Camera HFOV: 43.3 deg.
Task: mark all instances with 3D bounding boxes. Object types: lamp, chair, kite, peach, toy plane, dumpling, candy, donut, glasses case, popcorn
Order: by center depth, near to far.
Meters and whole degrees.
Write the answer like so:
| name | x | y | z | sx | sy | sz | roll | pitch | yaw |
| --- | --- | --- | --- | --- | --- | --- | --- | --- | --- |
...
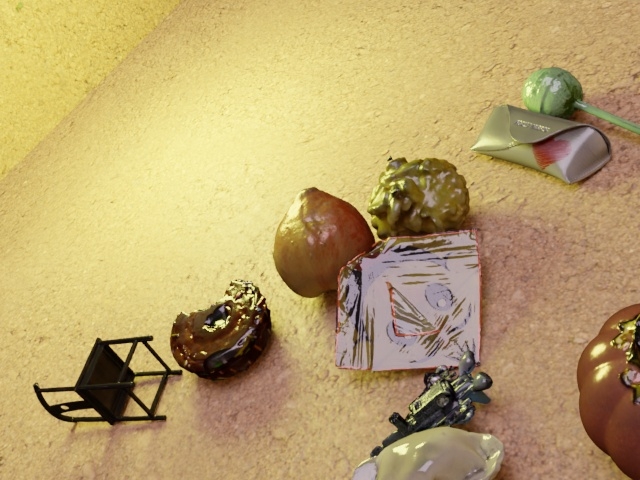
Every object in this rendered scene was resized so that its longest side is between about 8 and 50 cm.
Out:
| name | x | y | z | sx | sy | sz | roll | pitch | yaw |
| --- | --- | --- | --- | --- | --- | --- | --- | --- | --- |
| lamp | 0.504 | 0.194 | 1.112 | 0.306 | 0.239 | 0.305 | -19 | 40 | 17 |
| dumpling | 0.168 | 0.369 | 1.242 | 0.250 | 0.132 | 0.162 | -21 | 37 | 14 |
| toy plane | 0.177 | 0.288 | 1.362 | 0.246 | 0.078 | 0.169 | -32 | 21 | 4 |
| kite | 0.179 | 0.121 | 1.503 | 0.378 | 0.013 | 0.327 | -40 | 59 | -8 |
| candy | 0.597 | -0.249 | 1.644 | 0.119 | 0.119 | 0.440 | -43 | 47 | -13 |
| popcorn | 0.198 | -0.075 | 1.655 | 0.218 | 0.169 | 0.189 | -9 | 43 | 36 |
| peach | 0.000 | 0.000 | 1.670 | 0.233 | 0.232 | 0.232 | -19 | 41 | 17 |
| glasses case | 0.447 | -0.210 | 1.697 | 0.128 | 0.083 | 0.308 | -45 | 40 | -15 |
| donut | -0.199 | 0.197 | 1.698 | 0.230 | 0.096 | 0.216 | -38 | 42 | -7 |
| chair | -0.451 | 0.303 | 1.717 | 0.260 | 0.154 | 0.141 | -7 | 45 | 24 |
